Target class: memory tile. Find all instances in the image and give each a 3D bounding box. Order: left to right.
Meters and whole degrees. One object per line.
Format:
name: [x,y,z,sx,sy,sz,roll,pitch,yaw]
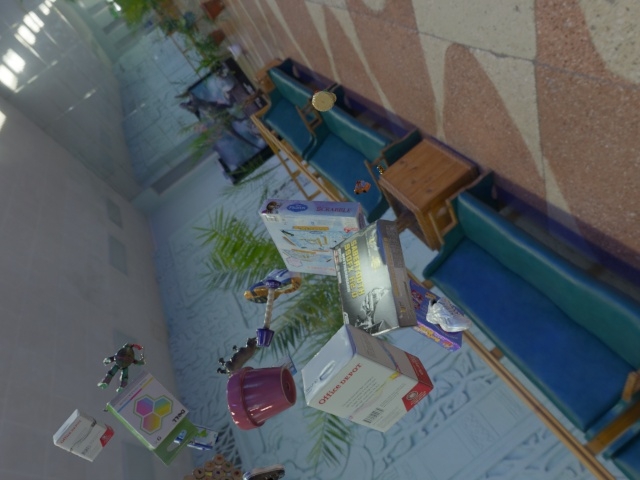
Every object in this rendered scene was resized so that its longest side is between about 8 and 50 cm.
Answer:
memory tile: [-0.305,0.674,1.170,0.113,0.012,0.148,23,-161,30]

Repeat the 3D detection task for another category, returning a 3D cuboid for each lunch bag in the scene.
lunch bag: [-0.523,0.830,1.745,0.175,0.090,0.219,19,152,-9]

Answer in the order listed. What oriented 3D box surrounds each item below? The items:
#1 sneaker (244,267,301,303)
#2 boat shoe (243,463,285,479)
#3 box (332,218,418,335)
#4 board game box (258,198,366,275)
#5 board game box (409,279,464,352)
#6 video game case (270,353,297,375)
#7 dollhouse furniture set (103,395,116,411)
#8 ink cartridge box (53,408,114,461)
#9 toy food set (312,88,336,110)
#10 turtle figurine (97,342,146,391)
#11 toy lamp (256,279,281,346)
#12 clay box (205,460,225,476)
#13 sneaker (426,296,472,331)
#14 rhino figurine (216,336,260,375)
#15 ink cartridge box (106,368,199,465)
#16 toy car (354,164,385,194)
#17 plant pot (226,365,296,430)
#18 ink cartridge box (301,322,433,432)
sneaker: [-0.224,0.206,1.971,0.131,0.296,0.112,-94,-19,-47]
boat shoe: [-0.197,0.896,1.542,0.076,0.080,0.228,52,-174,37]
box: [0.112,0.094,0.912,0.183,0.056,0.231,-33,59,52]
board game box: [0.000,0.000,1.344,0.318,0.066,0.318,5,143,21]
board game box: [0.569,0.385,2.122,0.346,0.078,0.233,31,-136,-4]
video game case: [-0.173,0.587,1.861,0.015,0.119,0.166,56,173,-18]
dollhouse furniture set: [-0.682,0.565,1.457,0.059,0.151,0.076,51,-163,-12]
ink cartridge box: [-0.815,0.670,1.420,0.063,0.109,0.150,7,144,52]
toy food set: [0.010,-0.509,1.495,0.082,0.083,0.020,20,-133,-19]
turtle figurine: [-0.873,0.540,1.818,0.234,0.175,0.118,-87,10,-46]
toy lamp: [-0.219,0.306,1.732,0.080,0.080,0.275,55,-142,-60]
clay box: [-0.433,0.991,1.632,0.127,0.053,0.222,-8,-93,-60]
sneaker: [0.499,0.286,1.631,0.232,0.090,0.116,11,110,62]
rhino figurine: [-0.362,0.527,1.895,0.106,0.243,0.073,7,123,35]
ink cartridge box: [-0.400,0.430,1.002,0.209,0.109,0.062,45,139,-1]
toy car: [0.156,-0.207,1.372,0.040,0.122,0.060,48,162,-28]
plant pot: [-0.186,0.508,1.376,0.201,0.180,0.202,-20,-90,-79]
ink cartridge box: [0.075,0.228,0.678,0.175,0.127,0.072,31,-159,-26]
